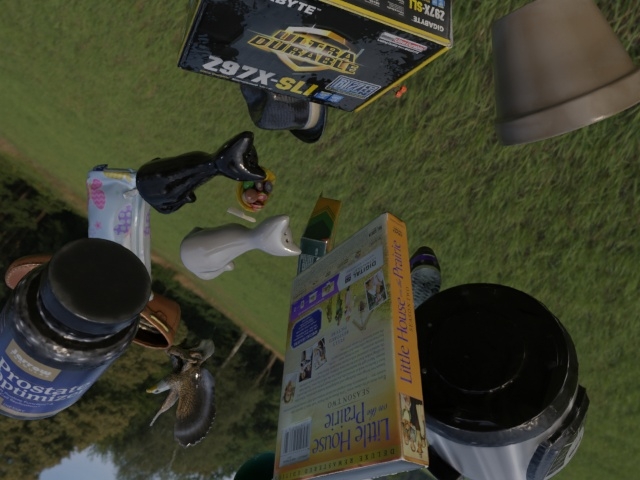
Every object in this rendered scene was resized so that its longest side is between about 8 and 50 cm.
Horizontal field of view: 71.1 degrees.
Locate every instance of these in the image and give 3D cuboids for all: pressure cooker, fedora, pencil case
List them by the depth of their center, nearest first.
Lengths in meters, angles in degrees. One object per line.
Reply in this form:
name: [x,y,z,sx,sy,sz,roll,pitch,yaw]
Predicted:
pencil case: [-0.386,-0.008,0.878,0.124,0.273,0.113,3,-175,18]
pressure cooker: [0.391,0.344,1.029,0.370,0.375,0.420,-12,134,18]
fedora: [-0.115,-0.387,1.192,0.334,0.152,0.334,53,157,34]

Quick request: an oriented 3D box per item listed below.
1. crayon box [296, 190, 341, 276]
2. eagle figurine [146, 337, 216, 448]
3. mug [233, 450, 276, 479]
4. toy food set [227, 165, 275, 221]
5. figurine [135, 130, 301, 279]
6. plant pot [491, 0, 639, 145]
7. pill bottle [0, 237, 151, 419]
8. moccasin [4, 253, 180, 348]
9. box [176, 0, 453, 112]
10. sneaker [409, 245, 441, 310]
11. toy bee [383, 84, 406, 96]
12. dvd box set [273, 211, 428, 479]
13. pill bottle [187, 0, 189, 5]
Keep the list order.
crayon box: [0.000,0.000,1.393,0.081,0.318,0.202,11,122,5]
eagle figurine: [-0.457,0.478,1.465,0.225,0.298,0.226,-4,-166,-8]
mug: [-0.143,0.597,1.089,0.158,0.129,0.097,-14,107,41]
toy food set: [-0.231,-0.175,1.618,0.128,0.218,0.071,31,162,-28]
figurine: [-0.146,-0.048,0.693,0.209,0.092,0.215,-11,117,29]
plant pot: [0.536,-0.410,1.035,0.323,0.323,0.280,4,121,64]
pill bottle: [-0.271,0.095,0.475,0.123,0.123,0.219,39,124,-15]
moccasin: [-0.509,0.150,1.020,0.380,0.139,0.147,36,-157,-28]
box: [-0.021,-0.294,0.644,0.322,0.079,0.257,6,173,-27]
sneaker: [0.270,0.136,1.262,0.102,0.146,0.293,11,132,-1]
toy bee: [0.176,-0.476,1.329,0.162,0.298,0.195,41,175,-8]
dvd box set: [0.040,0.190,0.791,0.062,0.420,0.307,26,136,-27]
pill bottle: [-0.185,-0.581,1.002,0.160,0.283,0.160,11,152,6]
